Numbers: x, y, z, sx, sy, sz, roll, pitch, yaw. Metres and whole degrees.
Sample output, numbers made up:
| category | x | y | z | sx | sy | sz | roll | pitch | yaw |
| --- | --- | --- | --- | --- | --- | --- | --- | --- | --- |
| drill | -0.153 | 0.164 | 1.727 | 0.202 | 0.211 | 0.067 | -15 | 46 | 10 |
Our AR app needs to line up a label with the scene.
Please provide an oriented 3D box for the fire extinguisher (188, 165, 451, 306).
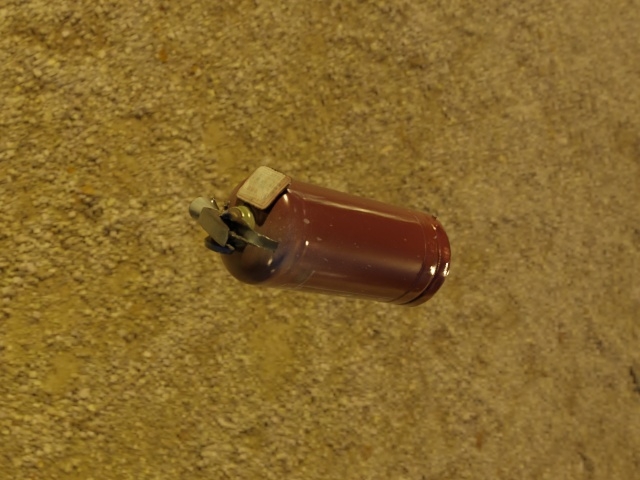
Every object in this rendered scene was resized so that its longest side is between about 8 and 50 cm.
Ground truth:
| category | x | y | z | sx | sy | sz | roll | pitch | yaw |
| --- | --- | --- | --- | --- | --- | --- | --- | --- | --- |
| fire extinguisher | 0.000 | 0.000 | 0.742 | 0.268 | 0.104 | 0.105 | 12 | 77 | -44 |
